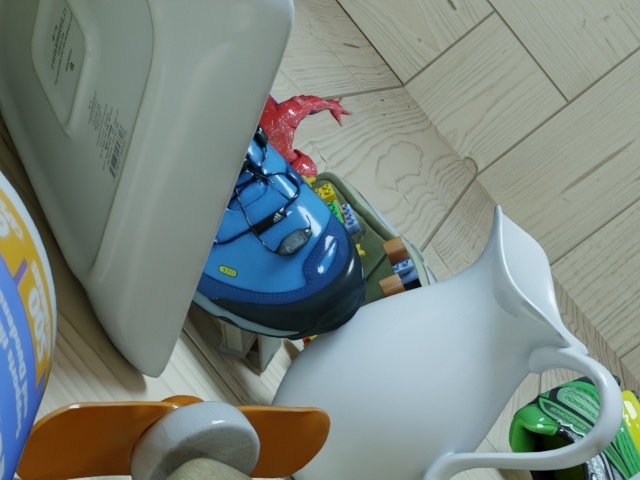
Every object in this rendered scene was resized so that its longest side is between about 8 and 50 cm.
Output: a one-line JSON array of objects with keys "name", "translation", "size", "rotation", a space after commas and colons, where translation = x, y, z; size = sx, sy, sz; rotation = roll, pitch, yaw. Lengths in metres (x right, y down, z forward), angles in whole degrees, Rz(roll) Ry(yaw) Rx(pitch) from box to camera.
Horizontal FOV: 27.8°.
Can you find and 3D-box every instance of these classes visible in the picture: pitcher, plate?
[{"name": "pitcher", "translation": [0.077, 0.103, 0.824], "size": [0.125, 0.207, 0.178], "rotation": [38, 19, -44]}, {"name": "plate", "translation": [-0.124, -0.106, 0.709], "size": [0.045, 0.277, 0.278], "rotation": [-8, 52, -31]}]

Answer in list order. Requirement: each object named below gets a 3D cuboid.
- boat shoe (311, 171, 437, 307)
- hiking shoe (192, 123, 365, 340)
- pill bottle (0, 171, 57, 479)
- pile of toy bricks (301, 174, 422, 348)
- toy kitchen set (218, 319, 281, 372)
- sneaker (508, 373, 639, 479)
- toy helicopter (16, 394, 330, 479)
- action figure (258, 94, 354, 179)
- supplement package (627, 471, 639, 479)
[{"name": "boat shoe", "translation": [0.059, 0.049, 1.113], "size": [0.103, 0.113, 0.302], "rotation": [36, 19, -33]}, {"name": "hiking shoe", "translation": [-0.090, -0.059, 0.831], "size": [0.304, 0.113, 0.132], "rotation": [44, -17, 20]}, {"name": "pill bottle", "translation": [-0.152, 0.066, 0.276], "size": [0.152, 0.152, 0.272], "rotation": [47, 13, -17]}, {"name": "pile of toy bricks", "translation": [0.000, 0.000, 1.006], "size": [0.212, 0.118, 0.105], "rotation": [-113, 178, -53]}, {"name": "toy kitchen set", "translation": [-0.066, 0.046, 0.902], "size": [0.083, 0.075, 0.068], "rotation": [-57, 153, -43]}, {"name": "sneaker", "translation": [0.282, 0.302, 1.242], "size": [0.146, 0.134, 0.344], "rotation": [-9, 62, -33]}, {"name": "toy helicopter", "translation": [-0.010, 0.164, 0.635], "size": [0.235, 0.140, 0.355], "rotation": [45, 1, 13]}, {"name": "action figure", "translation": [-0.077, -0.167, 1.275], "size": [0.280, 0.091, 0.139], "rotation": [55, 22, 13]}, {"name": "supplement package", "translation": [0.269, 0.320, 0.904], "size": [0.262, 0.199, 0.198], "rotation": [40, 17, -40]}]
